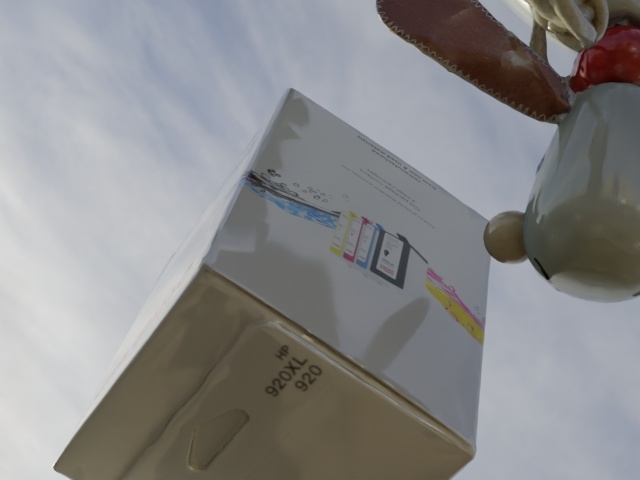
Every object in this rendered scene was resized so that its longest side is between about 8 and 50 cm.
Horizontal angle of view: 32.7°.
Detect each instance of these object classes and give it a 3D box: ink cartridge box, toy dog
[{"bbox_3d":[-0.015,0.057,0.649,0.168,0.232,0.171,34,-60,-9],"label":"ink cartridge box"},{"bbox_3d":[0.104,-0.125,0.593,0.161,0.333,0.220,-15,-58,32],"label":"toy dog"}]
